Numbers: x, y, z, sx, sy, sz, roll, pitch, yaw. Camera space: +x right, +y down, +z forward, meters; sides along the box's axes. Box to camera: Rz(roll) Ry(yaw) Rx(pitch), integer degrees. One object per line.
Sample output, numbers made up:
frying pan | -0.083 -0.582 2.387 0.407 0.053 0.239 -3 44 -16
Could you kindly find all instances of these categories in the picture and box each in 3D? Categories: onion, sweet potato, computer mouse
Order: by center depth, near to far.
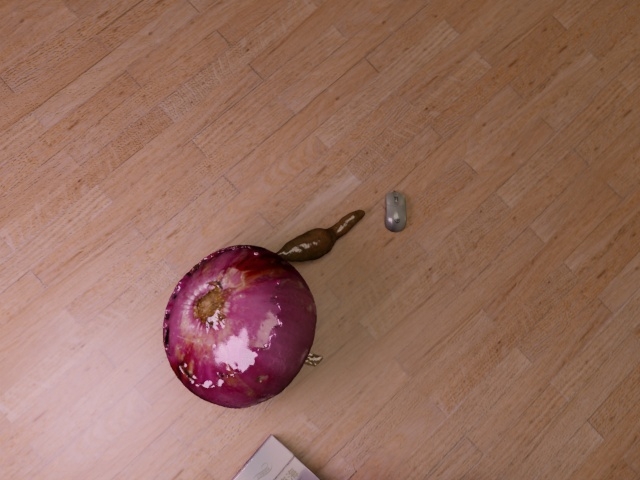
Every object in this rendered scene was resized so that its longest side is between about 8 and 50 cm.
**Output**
onion | -0.177 0.197 1.587 0.358 0.345 0.359 -2 63 4
sweet potato | 0.002 0.001 1.751 0.269 0.075 0.075 -27 82 -22
computer mouse | 0.192 -0.078 1.805 0.055 0.032 0.110 1 77 -6

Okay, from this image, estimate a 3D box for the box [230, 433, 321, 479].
box | -0.074 0.579 1.612 0.243 0.067 0.155 41 75 3
